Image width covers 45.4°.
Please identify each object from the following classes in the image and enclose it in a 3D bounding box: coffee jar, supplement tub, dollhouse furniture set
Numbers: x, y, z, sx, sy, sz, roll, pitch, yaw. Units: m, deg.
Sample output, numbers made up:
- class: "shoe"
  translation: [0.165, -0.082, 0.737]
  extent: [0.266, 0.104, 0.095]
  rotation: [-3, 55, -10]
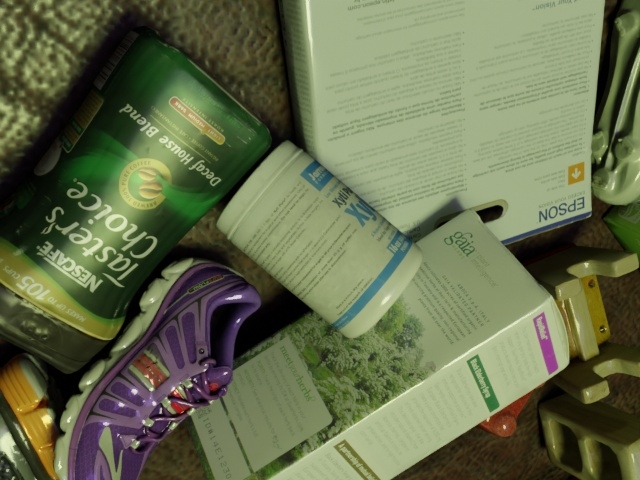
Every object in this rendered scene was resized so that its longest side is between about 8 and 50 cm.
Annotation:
- class: "coffee jar"
  translation: [-0.118, -0.019, 0.424]
  extent: [0.096, 0.079, 0.184]
  rotation: [38, 91, -32]
- class: "supplement tub"
  translation: [0.000, 0.000, 0.451]
  extent: [0.107, 0.071, 0.071]
  rotation: [40, 90, -2]
- class: "dollhouse furniture set"
  translation: [0.175, 0.207, 0.647]
  extent: [0.201, 0.152, 0.374]
  rotation: [-20, 101, -17]

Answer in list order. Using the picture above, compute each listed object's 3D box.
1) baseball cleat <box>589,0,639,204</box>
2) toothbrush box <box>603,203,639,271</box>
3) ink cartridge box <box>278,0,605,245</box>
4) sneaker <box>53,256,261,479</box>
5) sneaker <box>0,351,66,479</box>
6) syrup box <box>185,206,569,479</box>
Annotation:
- class: "baseball cleat"
  translation: [0.262, -0.127, 0.584]
  extent: [0.109, 0.072, 0.205]
  rotation: [0, 116, -41]
- class: "toothbrush box"
  translation: [0.393, 0.046, 0.582]
  extent: [0.122, 0.283, 0.206]
  rotation: [-48, 124, -2]
- class: "ink cartridge box"
  translation: [0.089, -0.093, 0.514]
  extent: [0.223, 0.045, 0.224]
  rotation: [-17, 120, -19]
- class: "sneaker"
  translation: [-0.091, 0.086, 0.448]
  extent: [0.170, 0.071, 0.068]
  rotation: [-63, 153, -20]
- class: "sneaker"
  translation: [-0.179, 0.175, 0.478]
  extent: [0.083, 0.084, 0.214]
  rotation: [-21, 108, -16]
- class: "syrup box"
  translation: [0.037, 0.092, 0.506]
  extent: [0.237, 0.093, 0.096]
  rotation: [-32, 138, -2]
